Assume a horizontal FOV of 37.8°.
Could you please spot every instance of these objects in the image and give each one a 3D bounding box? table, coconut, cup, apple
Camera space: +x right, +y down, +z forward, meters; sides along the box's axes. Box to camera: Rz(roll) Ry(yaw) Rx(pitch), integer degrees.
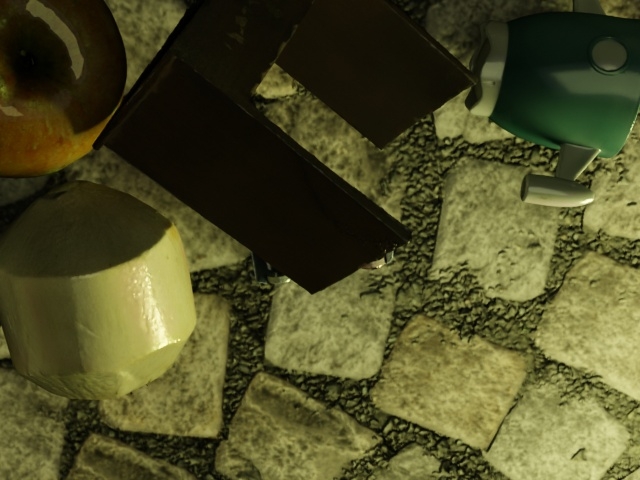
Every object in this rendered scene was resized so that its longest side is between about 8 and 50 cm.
[{"bbox_3d":[-0.028,-0.136,0.963,0.282,0.196,0.250,37,53,-16],"label":"table"},{"bbox_3d":[-0.249,0.046,1.019,0.241,0.241,0.241,-2,103,-7],"label":"coconut"},{"bbox_3d":[0.260,-0.184,1.064,0.173,0.167,0.299,8,76,1],"label":"cup"},{"bbox_3d":[-0.321,-0.180,0.980,0.237,0.207,0.237,-3,97,-25],"label":"apple"}]

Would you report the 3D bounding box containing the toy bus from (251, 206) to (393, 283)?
[{"bbox_3d":[0.000,0.000,1.113,0.167,0.076,0.073,-9,103,-3],"label":"toy bus"}]
